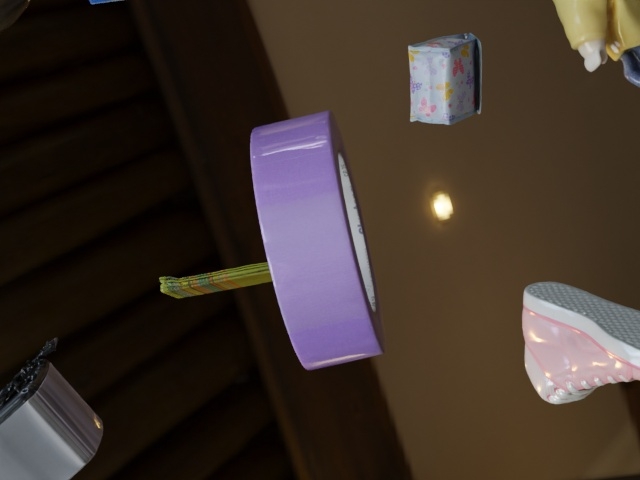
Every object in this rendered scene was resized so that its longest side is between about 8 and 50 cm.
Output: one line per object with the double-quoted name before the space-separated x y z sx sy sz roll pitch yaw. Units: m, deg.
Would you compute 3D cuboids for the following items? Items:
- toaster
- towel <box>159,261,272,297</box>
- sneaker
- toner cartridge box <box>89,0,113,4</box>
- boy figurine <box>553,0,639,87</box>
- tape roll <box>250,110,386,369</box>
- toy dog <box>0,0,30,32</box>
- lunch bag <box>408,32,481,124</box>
"toaster" -0.324 0.216 1.486 0.110 0.186 0.168 48 179 -10
"towel" -0.079 0.040 1.754 0.102 0.237 0.021 43 -143 -81
"sneaker" 0.179 0.078 0.876 0.051 0.134 0.070 -10 -68 -35
"toner cartridge box" -0.302 -0.472 1.862 0.348 0.075 0.165 -111 14 -50
"boy figurine" 0.275 -0.211 1.334 0.285 0.092 0.177 46 -142 2
"tape roll" 0.000 0.000 1.522 0.275 0.090 0.274 -12 -90 -84
"toy dog" -0.350 -0.291 0.928 0.284 0.395 0.408 61 -176 23
"lunch bag" 0.117 -0.145 1.228 0.083 0.053 0.071 -25 -62 -55
